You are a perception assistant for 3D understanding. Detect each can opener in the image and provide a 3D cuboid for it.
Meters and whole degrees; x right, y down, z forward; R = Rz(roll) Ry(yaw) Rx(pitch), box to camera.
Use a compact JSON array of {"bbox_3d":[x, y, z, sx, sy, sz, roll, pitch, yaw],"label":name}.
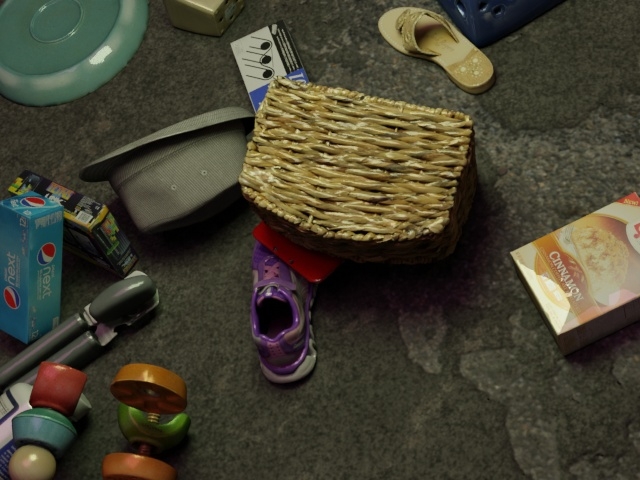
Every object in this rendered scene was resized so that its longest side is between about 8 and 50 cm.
[{"bbox_3d":[-0.358,0.135,1.800,0.280,0.093,0.074,-38,57,0],"label":"can opener"}]

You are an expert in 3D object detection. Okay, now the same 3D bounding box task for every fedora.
[{"bbox_3d":[-0.205,-0.090,1.828,0.275,0.244,0.124,-23,85,-6],"label":"fedora"}]

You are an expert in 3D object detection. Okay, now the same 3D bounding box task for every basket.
[{"bbox_3d":[0.056,-0.069,1.701,0.299,0.223,0.213,13,76,10],"label":"basket"}]

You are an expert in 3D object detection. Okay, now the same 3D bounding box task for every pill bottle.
[{"bbox_3d":[-0.418,0.265,1.725,0.187,0.112,0.112,-40,57,-7],"label":"pill bottle"}]

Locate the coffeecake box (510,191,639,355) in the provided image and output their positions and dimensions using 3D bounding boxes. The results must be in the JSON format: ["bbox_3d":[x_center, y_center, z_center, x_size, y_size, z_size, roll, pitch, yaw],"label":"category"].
[{"bbox_3d":[0.367,0.043,1.622,0.185,0.068,0.142,-26,55,2],"label":"coffeecake box"}]

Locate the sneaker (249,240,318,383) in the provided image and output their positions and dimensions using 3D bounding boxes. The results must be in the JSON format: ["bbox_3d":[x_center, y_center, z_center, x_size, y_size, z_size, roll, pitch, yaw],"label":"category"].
[{"bbox_3d":[-0.059,0.075,1.723,0.095,0.104,0.236,-13,56,12],"label":"sneaker"}]

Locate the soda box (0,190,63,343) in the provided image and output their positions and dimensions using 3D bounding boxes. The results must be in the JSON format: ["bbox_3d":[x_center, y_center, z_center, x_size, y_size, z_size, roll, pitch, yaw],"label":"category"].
[{"bbox_3d":[-0.426,0.040,1.807,0.071,0.210,0.067,24,29,29],"label":"soda box"}]

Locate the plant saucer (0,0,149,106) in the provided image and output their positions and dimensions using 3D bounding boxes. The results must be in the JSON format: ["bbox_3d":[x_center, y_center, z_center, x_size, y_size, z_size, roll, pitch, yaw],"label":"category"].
[{"bbox_3d":[-0.454,-0.375,2.158,0.317,0.043,0.317,-8,58,13],"label":"plant saucer"}]

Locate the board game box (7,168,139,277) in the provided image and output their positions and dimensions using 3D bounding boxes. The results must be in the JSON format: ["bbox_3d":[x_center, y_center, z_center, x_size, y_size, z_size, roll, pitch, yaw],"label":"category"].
[{"bbox_3d":[-0.371,-0.025,1.862,0.170,0.141,0.048,24,67,28],"label":"board game box"}]

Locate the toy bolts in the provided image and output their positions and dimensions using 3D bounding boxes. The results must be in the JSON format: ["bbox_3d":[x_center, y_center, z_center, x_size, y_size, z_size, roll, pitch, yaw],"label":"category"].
[{"bbox_3d":[-0.288,0.259,1.592,0.228,0.218,0.158,16,59,-6],"label":"toy bolts"}]

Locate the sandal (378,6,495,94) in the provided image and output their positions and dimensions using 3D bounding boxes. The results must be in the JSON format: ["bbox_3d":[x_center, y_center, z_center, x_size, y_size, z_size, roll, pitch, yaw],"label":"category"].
[{"bbox_3d":[0.174,-0.318,1.892,0.088,0.079,0.240,-42,57,-8],"label":"sandal"}]

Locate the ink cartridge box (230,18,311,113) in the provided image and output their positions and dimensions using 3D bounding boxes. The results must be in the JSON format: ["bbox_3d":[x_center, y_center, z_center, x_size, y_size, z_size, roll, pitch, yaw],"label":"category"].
[{"bbox_3d":[-0.067,-0.249,1.951,0.097,0.046,0.207,-24,56,5],"label":"ink cartridge box"}]

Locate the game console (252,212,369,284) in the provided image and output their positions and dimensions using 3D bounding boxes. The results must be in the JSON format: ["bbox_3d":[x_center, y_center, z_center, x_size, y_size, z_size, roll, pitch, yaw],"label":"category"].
[{"bbox_3d":[0.000,0.000,1.760,0.144,0.124,0.085,38,104,32],"label":"game console"}]

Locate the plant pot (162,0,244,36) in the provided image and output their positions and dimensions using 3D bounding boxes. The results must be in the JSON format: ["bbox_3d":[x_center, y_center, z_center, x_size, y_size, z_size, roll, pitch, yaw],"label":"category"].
[{"bbox_3d":[-0.189,-0.405,2.054,0.096,0.109,0.109,31,73,18],"label":"plant pot"}]

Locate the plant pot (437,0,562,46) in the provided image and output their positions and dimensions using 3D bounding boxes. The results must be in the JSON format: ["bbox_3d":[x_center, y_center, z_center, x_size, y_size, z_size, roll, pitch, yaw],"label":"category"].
[{"bbox_3d":[0.265,-0.480,1.879,0.236,0.212,0.236,-30,56,-2],"label":"plant pot"}]
